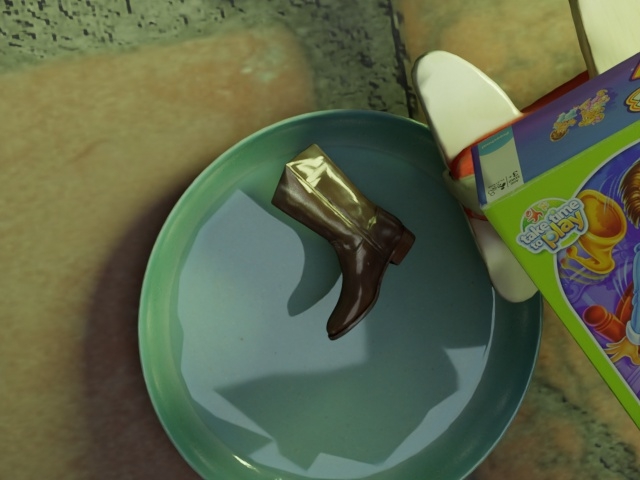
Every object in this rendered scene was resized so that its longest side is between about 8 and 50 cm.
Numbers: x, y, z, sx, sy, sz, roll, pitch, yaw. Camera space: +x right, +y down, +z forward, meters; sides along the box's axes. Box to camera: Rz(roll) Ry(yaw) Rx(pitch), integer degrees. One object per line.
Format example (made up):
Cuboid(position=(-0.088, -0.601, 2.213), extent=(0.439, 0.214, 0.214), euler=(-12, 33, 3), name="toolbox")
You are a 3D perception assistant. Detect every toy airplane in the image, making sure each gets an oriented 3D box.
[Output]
Cuboid(position=(0.263, -0.102, 0.903), extent=(0.386, 0.272, 0.384), euler=(23, 82, -22), name="toy airplane")

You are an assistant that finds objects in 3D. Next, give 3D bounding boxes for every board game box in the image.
Cuboid(position=(0.298, -0.038, 0.772), extent=(0.347, 0.078, 0.233), euler=(-30, 117, 19), name="board game box")

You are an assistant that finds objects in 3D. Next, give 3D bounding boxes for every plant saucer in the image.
Cuboid(position=(0.017, 0.059, 0.995), extent=(0.317, 0.043, 0.318), euler=(-1, 95, -15), name="plant saucer")

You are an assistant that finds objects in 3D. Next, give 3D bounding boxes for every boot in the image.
Cuboid(position=(0.000, 0.000, 0.943), extent=(0.114, 0.037, 0.106), euler=(40, 71, -19), name="boot")
